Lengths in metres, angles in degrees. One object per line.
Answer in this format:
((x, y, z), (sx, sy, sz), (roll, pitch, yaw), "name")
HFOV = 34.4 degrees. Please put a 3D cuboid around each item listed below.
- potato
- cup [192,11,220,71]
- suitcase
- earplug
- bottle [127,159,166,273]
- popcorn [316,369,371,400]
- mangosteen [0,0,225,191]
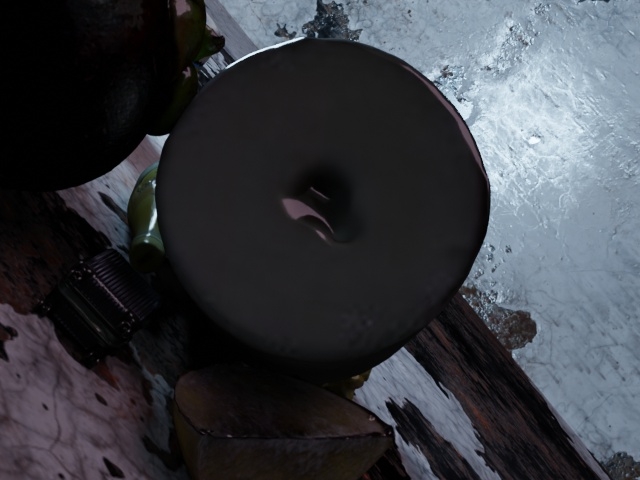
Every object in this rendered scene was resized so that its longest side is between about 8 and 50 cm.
((-0.063, 0.188, 0.970), (0.261, 0.100, 0.120), (12, 19, -45), "potato")
((-0.271, -0.282, 1.466), (0.191, 0.200, 0.253), (48, 12, 0), "cup")
((-0.199, 0.057, 0.950), (0.086, 0.059, 0.126), (48, 9, -3), "suitcase")
((0.000, 0.000, 1.138), (0.313, 0.312, 0.394), (50, -10, 10), "earplug")
((-0.188, -0.028, 1.216), (0.083, 0.083, 0.270), (45, 12, -17), "bottle")
((0.015, 0.164, 1.337), (0.097, 0.089, 0.109), (30, 3, 9), "popcorn")
((-0.250, -0.202, 0.967), (0.300, 0.300, 0.300), (46, 11, -12), "mangosteen")
